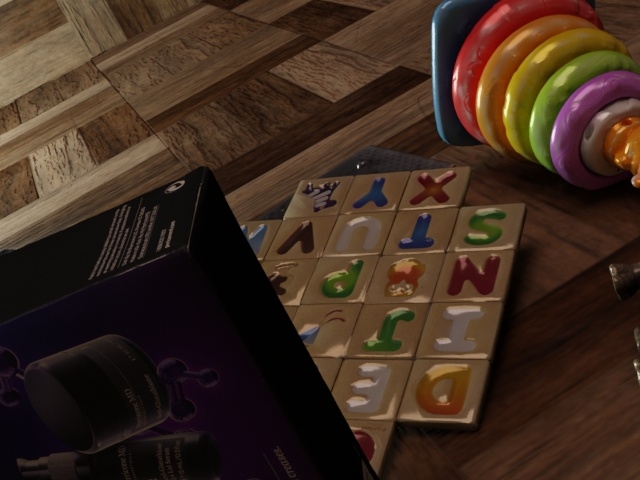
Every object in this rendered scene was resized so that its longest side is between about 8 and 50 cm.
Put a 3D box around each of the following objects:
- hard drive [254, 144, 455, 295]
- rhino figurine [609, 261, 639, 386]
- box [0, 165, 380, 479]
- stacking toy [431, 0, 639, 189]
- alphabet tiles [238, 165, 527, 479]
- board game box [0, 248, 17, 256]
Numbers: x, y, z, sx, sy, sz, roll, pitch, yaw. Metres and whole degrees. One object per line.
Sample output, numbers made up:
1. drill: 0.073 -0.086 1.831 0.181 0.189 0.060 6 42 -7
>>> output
1. hard drive: 0.000 0.000 0.909 0.255 0.054 0.172 -36 26 -17
2. rhino figurine: 0.233 0.077 0.513 0.106 0.073 0.243 -21 27 19
3. box: -0.088 0.120 0.517 0.184 0.261 0.103 -22 25 12
4. stacking toy: 0.233 -0.111 0.815 0.175 0.165 0.302 -18 35 -12
5. alphabet tiles: 0.009 0.054 0.760 0.285 0.011 0.342 -2 42 26
6. board game box: -0.378 0.074 1.147 0.243 0.042 0.165 -1 35 43
